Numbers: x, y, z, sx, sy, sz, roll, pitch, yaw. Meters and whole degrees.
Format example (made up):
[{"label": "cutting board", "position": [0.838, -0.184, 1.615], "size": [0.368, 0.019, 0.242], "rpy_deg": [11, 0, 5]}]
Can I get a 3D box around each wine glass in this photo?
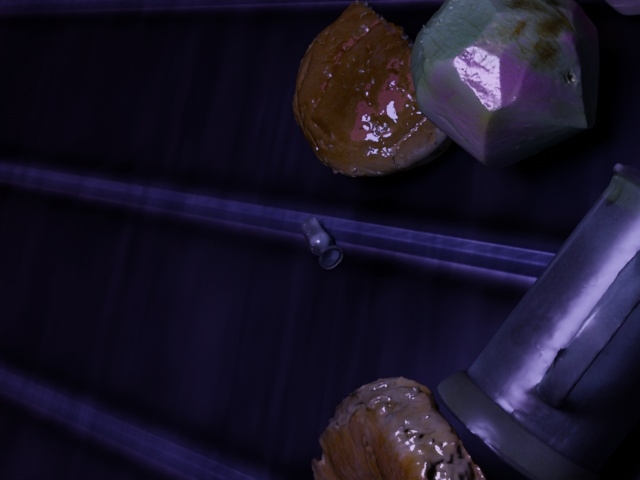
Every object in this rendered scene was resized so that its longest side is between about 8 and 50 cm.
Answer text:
[{"label": "wine glass", "position": [0.000, 0.000, 1.690], "size": [0.039, 0.042, 0.083], "rpy_deg": [-26, 44, -4]}]

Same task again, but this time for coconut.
[{"label": "coconut", "position": [0.228, -0.196, 1.430], "size": [0.236, 0.236, 0.204], "rpy_deg": [-117, 34, -43]}]

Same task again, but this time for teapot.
[{"label": "teapot", "position": [0.288, 0.082, 1.204], "size": [0.200, 0.270, 0.337], "rpy_deg": [38, 97, 16]}]

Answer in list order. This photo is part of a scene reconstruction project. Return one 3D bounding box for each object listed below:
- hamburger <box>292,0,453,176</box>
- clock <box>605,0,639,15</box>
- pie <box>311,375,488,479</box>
[{"label": "hamburger", "position": [0.065, -0.196, 1.661], "size": [0.211, 0.132, 0.309], "rpy_deg": [-47, 45, 13]}, {"label": "clock", "position": [0.465, -0.416, 1.389], "size": [0.284, 0.114, 0.309], "rpy_deg": [3, 71, 47]}, {"label": "pie", "position": [0.092, 0.311, 1.281], "size": [0.339, 0.083, 0.339], "rpy_deg": [39, 137, 49]}]
